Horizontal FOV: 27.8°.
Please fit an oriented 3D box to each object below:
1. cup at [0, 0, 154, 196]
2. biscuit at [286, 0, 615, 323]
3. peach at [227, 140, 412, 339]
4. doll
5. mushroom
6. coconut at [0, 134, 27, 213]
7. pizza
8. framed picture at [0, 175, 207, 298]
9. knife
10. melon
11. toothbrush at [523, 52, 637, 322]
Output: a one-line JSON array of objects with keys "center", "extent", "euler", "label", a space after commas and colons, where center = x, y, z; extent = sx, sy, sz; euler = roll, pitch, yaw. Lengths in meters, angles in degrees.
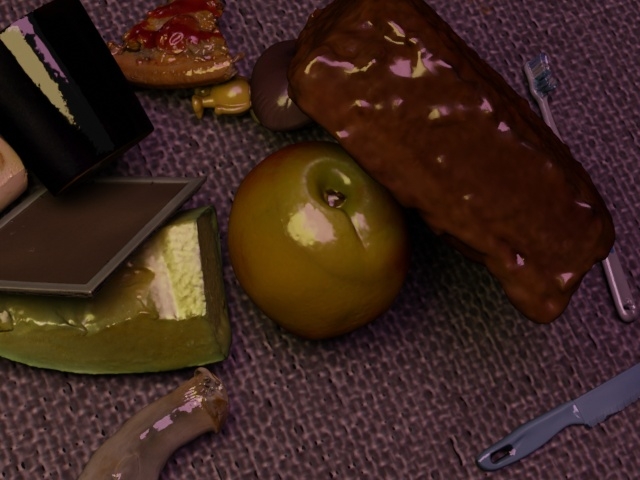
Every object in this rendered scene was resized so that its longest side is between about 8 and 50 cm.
[{"center": [-0.283, -0.172, 1.503], "extent": [0.177, 0.166, 0.239], "euler": [54, 26, -5], "label": "cup"}, {"center": [0.149, -0.120, 1.451], "extent": [0.395, 0.342, 0.166], "euler": [42, 106, -12], "label": "biscuit"}, {"center": [0.000, 0.000, 1.480], "extent": [0.231, 0.231, 0.231], "euler": [4, 64, -8], "label": "peach"}, {"center": [-0.064, -0.195, 1.639], "extent": [0.188, 0.096, 0.145], "euler": [7, 44, 22], "label": "doll"}, {"center": [-0.186, 0.231, 1.412], "extent": [0.092, 0.081, 0.223], "euler": [26, 59, 24], "label": "mushroom"}, {"center": [-0.401, -0.082, 1.506], "extent": [0.116, 0.116, 0.122], "euler": [35, 68, 8], "label": "coconut"}, {"center": [-0.177, -0.276, 1.648], "extent": [0.188, 0.062, 0.199], "euler": [2, 51, 13], "label": "pizza"}, {"center": [-0.275, -0.009, 1.434], "extent": [0.217, 0.017, 0.274], "euler": [3, 30, 24], "label": "framed picture"}, {"center": [0.317, 0.203, 1.546], "extent": [0.313, 0.019, 0.044], "euler": [-26, 79, -21], "label": "knife"}, {"center": [-0.267, 0.058, 1.458], "extent": [0.323, 0.124, 0.196], "euler": [-7, 66, -6], "label": "melon"}, {"center": [0.334, -0.070, 1.677], "extent": [0.040, 0.040, 0.386], "euler": [-10, 70, -14], "label": "toothbrush"}]
